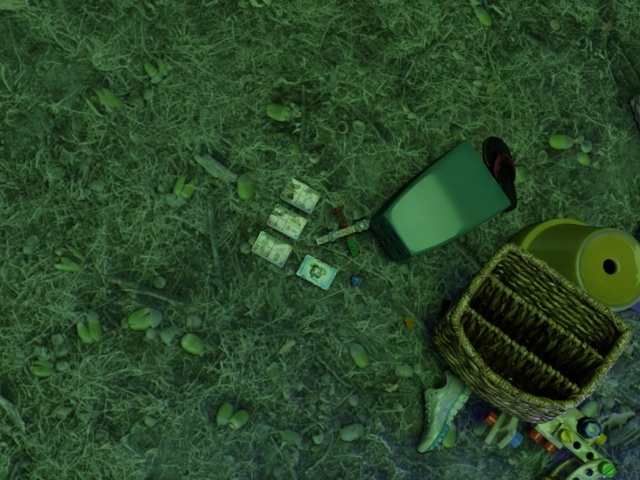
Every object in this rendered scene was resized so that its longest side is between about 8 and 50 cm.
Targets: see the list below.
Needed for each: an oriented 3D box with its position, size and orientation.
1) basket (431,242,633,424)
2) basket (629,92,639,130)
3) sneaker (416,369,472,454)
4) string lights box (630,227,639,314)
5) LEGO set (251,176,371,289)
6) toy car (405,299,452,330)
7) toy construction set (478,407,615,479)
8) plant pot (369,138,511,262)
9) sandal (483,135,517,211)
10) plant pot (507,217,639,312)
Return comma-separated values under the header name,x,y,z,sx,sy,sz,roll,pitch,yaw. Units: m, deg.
name,x,y,z,sx,sy,sz,roll,pitch,yaw
basket,0.394,0.193,1.186,0.299,0.223,0.213,39,56,8
basket,0.965,-0.270,1.394,0.331,0.266,0.329,-17,87,-11
sneaker,0.245,0.363,1.302,0.083,0.071,0.191,35,71,2
string lights box,0.800,0.046,1.424,0.133,0.077,0.260,33,79,-5
LEGO set,0.000,0.000,1.319,0.244,0.060,0.183,28,89,-2
toy car,0.246,0.166,1.345,0.121,0.060,0.041,-7,129,6
toy construction set,0.482,0.437,1.296,0.327,0.151,0.215,40,86,-9
plant pot,0.233,-0.065,1.286,0.234,0.165,0.166,-34,90,-15
sandal,0.422,-0.156,1.400,0.067,0.040,0.179,-11,85,-11
plant pot,0.550,0.068,1.297,0.253,0.239,0.254,1,82,-10
